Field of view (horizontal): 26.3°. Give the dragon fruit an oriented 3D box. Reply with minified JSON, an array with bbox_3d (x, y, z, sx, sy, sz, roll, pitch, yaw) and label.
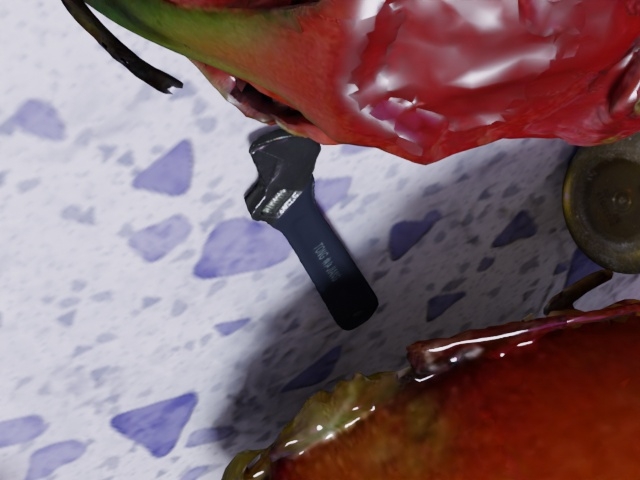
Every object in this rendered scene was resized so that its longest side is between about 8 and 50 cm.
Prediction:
[{"bbox_3d":[0.014,-0.124,0.386,0.293,0.234,0.234,-9,155,17],"label":"dragon fruit"}]

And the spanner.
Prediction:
[{"bbox_3d":[0.000,0.000,0.697,0.046,0.012,0.208,-35,150,-2],"label":"spanner"}]

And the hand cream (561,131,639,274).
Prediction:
[{"bbox_3d":[0.232,-0.029,0.830,0.203,0.084,0.084,-6,139,-48],"label":"hand cream"}]

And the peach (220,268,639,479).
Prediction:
[{"bbox_3d":[0.152,0.170,0.780,0.339,0.416,0.353,85,23,-69],"label":"peach"}]
